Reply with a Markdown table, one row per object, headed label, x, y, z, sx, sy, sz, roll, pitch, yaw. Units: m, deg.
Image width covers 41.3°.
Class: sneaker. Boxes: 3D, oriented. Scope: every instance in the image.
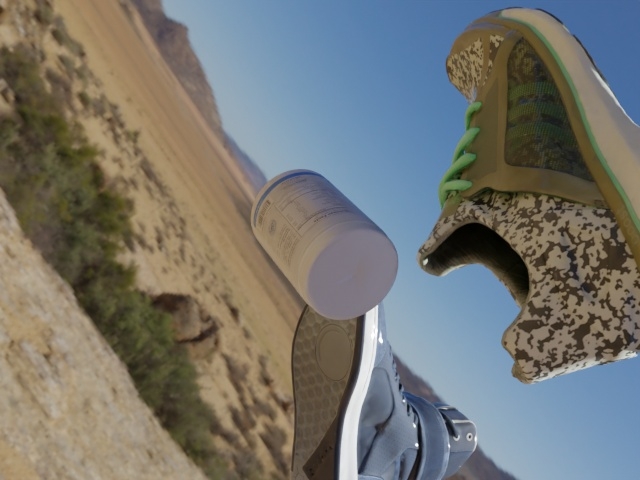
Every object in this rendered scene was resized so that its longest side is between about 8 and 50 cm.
| label | x | y | z | sx | sy | sz | roll | pitch | yaw |
| --- | --- | --- | --- | --- | --- | --- | --- | --- | --- |
| sneaker | 0.147 | -0.049 | 0.665 | 0.410 | 0.182 | 0.158 | -109 | 176 | -52 |
| sneaker | 0.060 | 0.125 | 0.718 | 0.086 | 0.163 | 0.226 | 23 | -67 | 50 |

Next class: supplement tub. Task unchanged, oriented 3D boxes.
| label | x | y | z | sx | sy | sz | roll | pitch | yaw |
| --- | --- | --- | --- | --- | --- | --- | --- | --- | --- |
| supplement tub | 0.000 | 0.000 | 0.588 | 0.071 | 0.071 | 0.107 | 57 | -6 | -37 |
